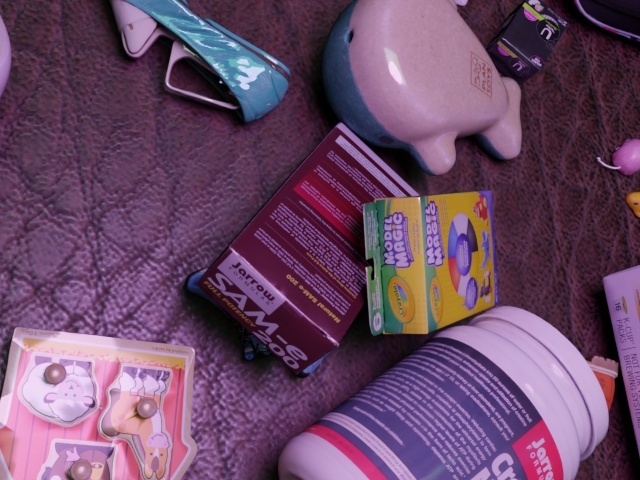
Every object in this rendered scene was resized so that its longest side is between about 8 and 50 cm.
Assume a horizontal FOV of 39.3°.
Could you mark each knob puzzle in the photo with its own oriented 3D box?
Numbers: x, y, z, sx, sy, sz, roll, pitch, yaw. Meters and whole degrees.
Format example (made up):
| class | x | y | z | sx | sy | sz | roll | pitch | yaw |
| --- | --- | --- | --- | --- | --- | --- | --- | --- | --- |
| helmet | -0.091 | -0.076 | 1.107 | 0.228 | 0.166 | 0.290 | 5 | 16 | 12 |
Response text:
| class | x | y | z | sx | sy | sz | roll | pitch | yaw |
| --- | --- | --- | --- | --- | --- | --- | --- | --- | --- |
| knob puzzle | -0.201 | 0.181 | 0.805 | 0.213 | 0.030 | 0.213 | 8 | 73 | -25 |

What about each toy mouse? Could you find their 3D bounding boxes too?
| class | x | y | z | sx | sy | sz | roll | pitch | yaw |
| --- | --- | --- | --- | --- | --- | --- | --- | --- | --- |
| toy mouse | 0.422 | -0.093 | 1.118 | 0.161 | 0.031 | 0.143 | 29 | 68 | -11 |

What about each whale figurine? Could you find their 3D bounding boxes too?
| class | x | y | z | sx | sy | sz | roll | pitch | yaw |
| --- | --- | --- | --- | --- | --- | --- | --- | --- | --- |
| whale figurine | 0.114 | -0.167 | 0.990 | 0.272 | 0.141 | 0.216 | 17 | 67 | -41 |

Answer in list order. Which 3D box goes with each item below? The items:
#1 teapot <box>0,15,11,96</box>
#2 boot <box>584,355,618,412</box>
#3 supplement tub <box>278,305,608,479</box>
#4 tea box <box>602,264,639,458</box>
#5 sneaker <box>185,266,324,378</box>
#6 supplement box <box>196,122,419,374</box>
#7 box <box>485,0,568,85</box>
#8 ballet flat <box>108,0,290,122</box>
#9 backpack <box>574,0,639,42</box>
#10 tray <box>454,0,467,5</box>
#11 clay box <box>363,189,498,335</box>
| class | x | y | z | sx | sy | sz | roll | pitch | yaw |
| --- | --- | --- | --- | --- | --- | --- | --- | --- | --- |
| teapot | -0.397 | -0.139 | 0.752 | 0.252 | 0.187 | 0.256 | 22 | 34 | -32 |
| boot | 0.254 | 0.160 | 0.976 | 0.158 | 0.059 | 0.084 | 15 | 76 | -17 |
| supplement tub | 0.115 | 0.201 | 0.839 | 0.272 | 0.191 | 0.191 | -32 | 88 | -24 |
| tea box | 0.507 | 0.155 | 0.907 | 0.220 | 0.323 | 0.329 | -1 | 77 | -31 |
| sneaker | -0.063 | 0.081 | 0.878 | 0.162 | 0.063 | 0.073 | 30 | 74 | -7 |
| supplement box | 0.000 | 0.000 | 0.871 | 0.130 | 0.073 | 0.239 | 43 | 43 | -4 |
| box | 0.247 | -0.242 | 1.084 | 0.062 | 0.052 | 0.083 | 38 | 67 | -5 |
| ballet flat | -0.149 | -0.205 | 0.917 | 0.247 | 0.083 | 0.087 | 35 | 81 | -6 |
| backpack | 0.433 | -0.357 | 1.095 | 0.253 | 0.225 | 0.191 | 11 | 50 | -12 |
| tray | 0.079 | -0.399 | 1.078 | 0.270 | 0.030 | 0.145 | 21 | 70 | -14 |
| clay box | 0.113 | 0.017 | 0.883 | 0.222 | 0.053 | 0.127 | -10 | 97 | -60 |
